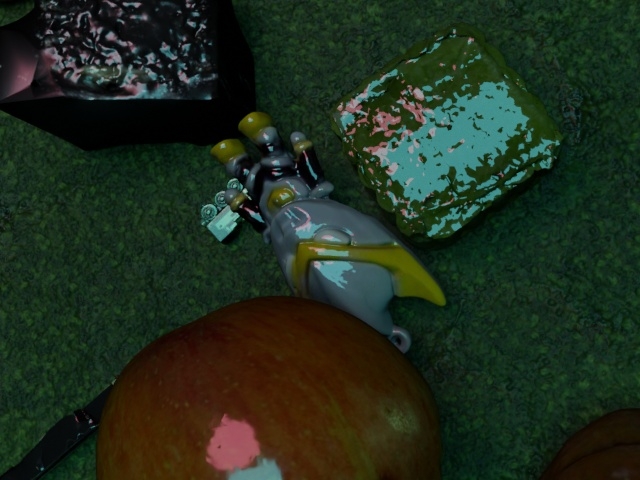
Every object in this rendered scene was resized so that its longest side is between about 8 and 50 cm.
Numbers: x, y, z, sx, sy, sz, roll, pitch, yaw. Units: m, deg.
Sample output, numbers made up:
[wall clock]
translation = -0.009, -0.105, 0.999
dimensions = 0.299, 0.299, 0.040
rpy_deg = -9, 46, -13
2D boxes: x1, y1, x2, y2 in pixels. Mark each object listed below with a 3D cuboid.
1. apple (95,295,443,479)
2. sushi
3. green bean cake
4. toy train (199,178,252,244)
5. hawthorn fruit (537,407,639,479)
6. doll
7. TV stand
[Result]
[apple]
translation = -0.047, 0.215, 0.834
dimensions = 0.339, 0.339, 0.340
rpy_deg = -1, 85, 10
[sushi]
translation = -0.213, -0.225, 0.956
dimensions = 0.227, 0.215, 0.213
rpy_deg = -5, 84, 11
[green bean cake]
translation = 0.138, -0.113, 0.934
dimensions = 0.214, 0.113, 0.200
rpy_deg = -37, 80, 6
[toy train]
translation = -0.106, -0.039, 1.013
dimensions = 0.083, 0.033, 0.053
rpy_deg = -43, 84, 4
[hawthorn fruit]
translation = 0.325, 0.307, 0.767
dimensions = 0.267, 0.301, 0.268
rpy_deg = 3, 104, 13
[doll]
translation = 0.003, -0.003, 0.949
dimensions = 0.145, 0.103, 0.316
rpy_deg = -37, 84, 0
[TV stand]
translation = -0.327, 0.253, 1.022
dimensions = 0.249, 0.042, 0.036
rpy_deg = -40, 82, 5
